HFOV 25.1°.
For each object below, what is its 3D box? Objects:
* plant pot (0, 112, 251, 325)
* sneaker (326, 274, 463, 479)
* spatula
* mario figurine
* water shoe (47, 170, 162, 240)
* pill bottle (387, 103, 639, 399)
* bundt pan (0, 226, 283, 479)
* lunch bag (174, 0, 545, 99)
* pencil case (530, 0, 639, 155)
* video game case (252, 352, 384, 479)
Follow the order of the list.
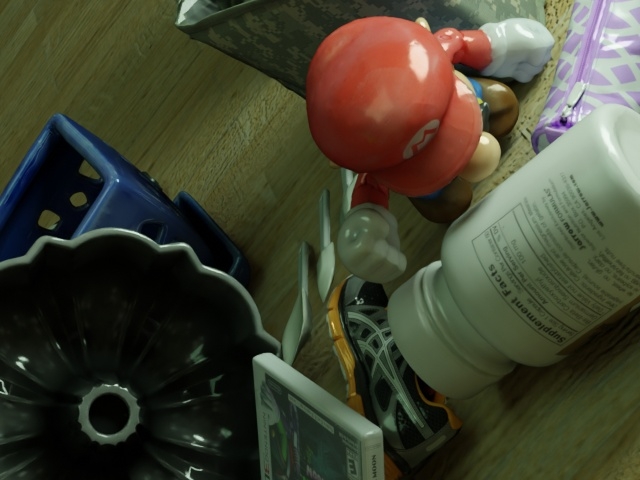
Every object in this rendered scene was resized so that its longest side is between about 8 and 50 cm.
[{"bbox_3d":[-0.222,0.035,1.505,0.236,0.212,0.236,-58,32,7],"label":"plant pot"},{"bbox_3d":[0.063,0.104,1.189,0.083,0.084,0.215,-29,42,15],"label":"sneaker"},{"bbox_3d":[0.000,0.000,1.303,0.242,0.019,0.168,-95,23,-68],"label":"spatula"},{"bbox_3d":[0.099,-0.072,1.109,0.170,0.320,0.198,-7,87,15],"label":"mario figurine"},{"bbox_3d":[-0.265,-0.021,1.762,0.203,0.073,0.080,-20,28,41],"label":"water shoe"},{"bbox_3d":[0.163,0.017,1.053,0.229,0.131,0.131,-40,38,30],"label":"pill bottle"},{"bbox_3d":[-0.195,0.159,1.298,0.124,0.330,0.331,144,148,-74],"label":"bundt pan"},{"bbox_3d":[0.033,-0.219,1.320,0.287,0.235,0.169,-23,49,46],"label":"lunch bag"},{"bbox_3d":[0.224,-0.149,1.136,0.086,0.088,0.206,-1,64,41],"label":"pencil case"},{"bbox_3d":[-0.002,0.200,1.158,0.190,0.022,0.173,26,124,58],"label":"video game case"}]
